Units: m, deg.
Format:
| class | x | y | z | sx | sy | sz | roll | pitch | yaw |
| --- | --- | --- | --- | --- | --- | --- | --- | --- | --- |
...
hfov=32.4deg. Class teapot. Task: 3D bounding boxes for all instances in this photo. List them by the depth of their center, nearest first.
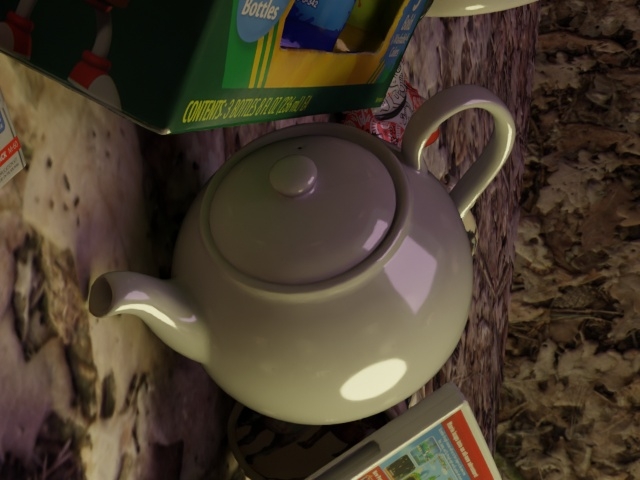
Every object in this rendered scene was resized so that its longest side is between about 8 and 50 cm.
| class | x | y | z | sx | sy | sz | roll | pitch | yaw |
| --- | --- | --- | --- | --- | --- | --- | --- | --- | --- |
| teapot | 0.000 | 0.000 | 0.827 | 0.187 | 0.252 | 0.256 | 78 | 26 | -53 |

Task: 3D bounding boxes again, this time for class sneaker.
| class | x | y | z | sx | sy | sz | roll | pitch | yaw |
| --- | --- | --- | --- | --- | --- | --- | --- | --- | --- |
| sneaker | 0.089 | -0.182 | 1.357 | 0.270 | 0.090 | 0.145 | -48 | 138 | -60 |

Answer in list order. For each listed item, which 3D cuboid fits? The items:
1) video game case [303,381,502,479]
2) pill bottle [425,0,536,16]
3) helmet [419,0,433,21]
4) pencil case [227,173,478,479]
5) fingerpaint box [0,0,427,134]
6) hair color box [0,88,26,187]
| class | x | y | z | sx | sy | sz | roll | pitch | yaw |
| --- | --- | --- | --- | --- | --- | --- | --- | --- | --- |
| video game case | 0.015 | 0.240 | 0.912 | 0.025 | 0.285 | 0.204 | 55 | -3 | 34 |
| pill bottle | 0.174 | -0.500 | 1.401 | 0.224 | 0.224 | 0.392 | -52 | 139 | -62 |
| helmet | 0.046 | -0.284 | 1.115 | 0.162 | 0.169 | 0.169 | 57 | 34 | -31 |
| pencil case | 0.054 | 0.075 | 1.107 | 0.160 | 0.183 | 0.410 | 52 | 32 | -16 |
| fingerpaint box | -0.002 | -0.277 | 0.738 | 0.371 | 0.163 | 0.445 | -66 | 167 | 15 |
| hair color box | -0.207 | -0.087 | 0.525 | 0.093 | 0.053 | 0.167 | -63 | 146 | -52 |
